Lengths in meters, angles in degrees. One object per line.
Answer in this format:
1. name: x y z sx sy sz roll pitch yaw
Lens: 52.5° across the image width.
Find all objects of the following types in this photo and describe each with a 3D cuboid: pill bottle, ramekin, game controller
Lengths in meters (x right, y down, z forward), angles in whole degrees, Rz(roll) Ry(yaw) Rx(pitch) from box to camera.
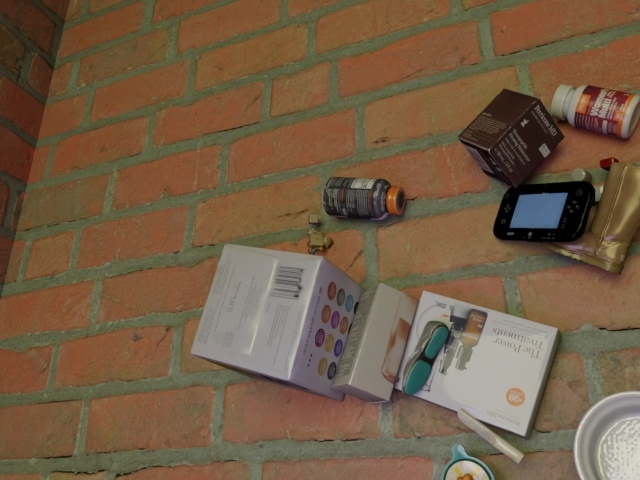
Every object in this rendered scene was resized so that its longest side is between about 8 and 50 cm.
1. pill bottle: 0.140 -0.131 2.042 0.245 0.130 0.131 6 70 29
2. ramekin: 0.721 0.486 1.445 0.277 0.135 0.278 -15 60 27
3. pill bottle: 0.779 -0.372 1.840 0.221 0.121 0.121 22 78 32
4. game controller: 0.593 -0.074 1.746 0.167 0.067 0.319 -62 23 -12

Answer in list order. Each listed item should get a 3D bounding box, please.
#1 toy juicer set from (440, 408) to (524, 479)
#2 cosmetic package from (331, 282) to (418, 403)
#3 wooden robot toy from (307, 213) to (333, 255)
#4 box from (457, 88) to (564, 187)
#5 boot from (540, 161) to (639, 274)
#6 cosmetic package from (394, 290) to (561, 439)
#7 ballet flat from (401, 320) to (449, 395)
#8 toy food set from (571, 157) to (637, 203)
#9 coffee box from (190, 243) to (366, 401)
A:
1. toy juicer set: 0.392 0.596 1.557 0.209 0.089 0.329 10 86 27
2. cosmetic package: 0.151 0.285 1.791 0.129 0.153 0.296 25 69 -11
3. wooden robot toy: 0.000 0.000 2.106 0.078 0.076 0.174 2 63 -11
4. box: 0.544 -0.296 1.864 0.203 0.168 0.167 -46 30 1
5. boot: 0.727 -0.072 1.691 0.236 0.089 0.270 23 99 35
6. cosmetic package: 0.406 0.320 1.720 0.377 0.097 0.285 14 77 31
7. ballet flat: 0.266 0.307 1.710 0.213 0.072 0.068 -59 29 -7
8. toy food set: 0.790 -0.157 1.769 0.232 0.104 0.111 -13 74 41
9. coffee box: -0.103 0.236 1.868 0.338 0.334 0.338 6 71 31
